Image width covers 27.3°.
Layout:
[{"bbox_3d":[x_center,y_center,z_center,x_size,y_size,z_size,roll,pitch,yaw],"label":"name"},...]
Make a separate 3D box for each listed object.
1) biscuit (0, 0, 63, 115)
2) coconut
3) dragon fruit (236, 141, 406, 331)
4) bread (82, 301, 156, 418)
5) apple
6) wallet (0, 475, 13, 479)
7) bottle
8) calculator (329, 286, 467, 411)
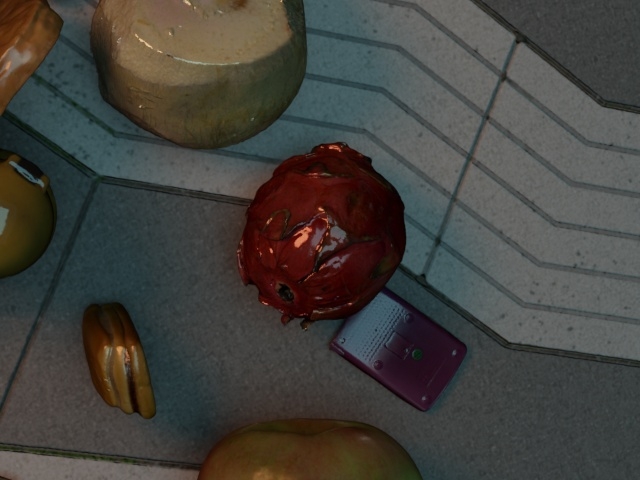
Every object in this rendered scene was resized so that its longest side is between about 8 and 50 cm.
[{"bbox_3d":[-0.469,-0.158,1.613,0.062,0.365,0.385,39,90,-26],"label":"biscuit"},{"bbox_3d":[-0.160,-0.264,1.738,0.297,0.254,0.297,5,67,-11],"label":"coconut"},{"bbox_3d":[0.005,-0.009,1.810,0.241,0.252,0.240,6,119,10],"label":"dragon fruit"},{"bbox_3d":[-0.271,0.160,1.766,0.077,0.200,0.115,-8,108,-15],"label":"bread"},{"bbox_3d":[-0.012,0.385,1.790,0.319,0.319,0.277,-1,91,-14],"label":"apple"},{"bbox_3d":[-0.480,0.391,1.809,0.118,0.039,0.152,17,88,-12],"label":"wallet"},{"bbox_3d":[-0.415,-0.033,1.637,0.172,0.351,0.171,-1,94,-15],"label":"bottle"},{"bbox_3d":[0.120,0.158,1.951,0.190,0.034,0.126,35,83,-14],"label":"calculator"}]
